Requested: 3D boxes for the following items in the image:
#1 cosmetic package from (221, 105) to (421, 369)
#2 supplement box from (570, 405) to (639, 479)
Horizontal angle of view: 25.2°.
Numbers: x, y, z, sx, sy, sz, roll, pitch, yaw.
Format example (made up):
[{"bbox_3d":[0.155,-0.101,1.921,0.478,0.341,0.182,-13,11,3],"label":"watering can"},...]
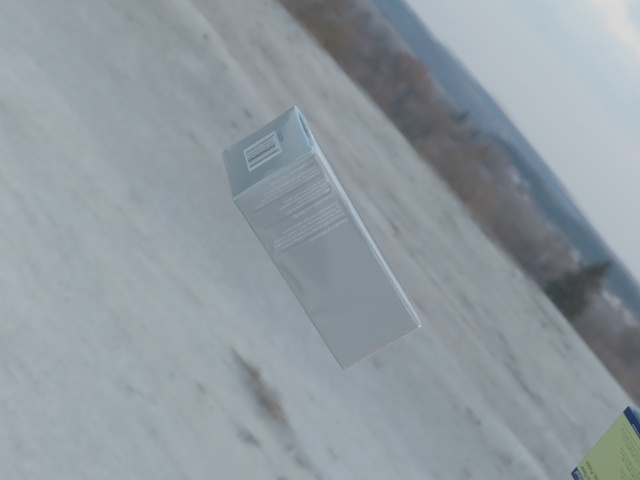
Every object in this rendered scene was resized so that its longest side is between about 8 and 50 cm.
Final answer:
[{"bbox_3d":[0.000,0.000,1.469,0.238,0.107,0.127,55,6,-28],"label":"cosmetic package"},{"bbox_3d":[0.265,0.197,1.179,0.056,0.083,0.083,18,29,-31],"label":"supplement box"}]
